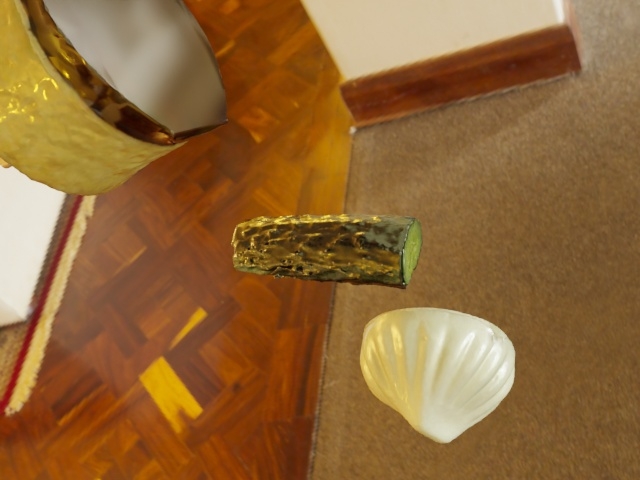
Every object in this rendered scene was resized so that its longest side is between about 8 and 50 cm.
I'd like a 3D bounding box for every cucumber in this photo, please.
[{"bbox_3d":[-0.001,-0.001,0.853,0.211,0.062,0.078,6,49,25],"label":"cucumber"}]

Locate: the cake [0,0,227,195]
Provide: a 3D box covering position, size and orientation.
[{"bbox_3d":[-0.195,-0.114,0.581,0.178,0.185,0.208,-34,61,22],"label":"cake"}]

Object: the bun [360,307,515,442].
[{"bbox_3d":[0.185,0.239,1.307,0.263,0.263,0.175,-7,52,26],"label":"bun"}]
